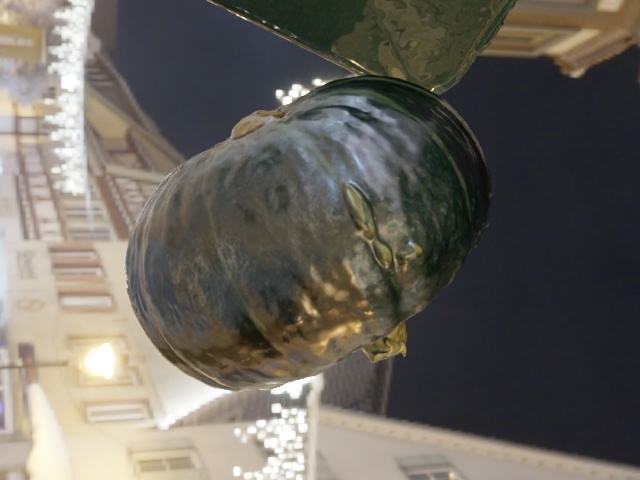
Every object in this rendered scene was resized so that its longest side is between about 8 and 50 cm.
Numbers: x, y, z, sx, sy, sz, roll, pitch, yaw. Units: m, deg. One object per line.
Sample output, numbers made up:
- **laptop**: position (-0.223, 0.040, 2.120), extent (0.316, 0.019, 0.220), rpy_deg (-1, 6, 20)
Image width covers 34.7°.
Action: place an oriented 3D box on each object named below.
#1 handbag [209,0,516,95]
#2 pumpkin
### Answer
- **handbag**: position (0.064, -0.272, 0.693), extent (0.326, 0.238, 0.089), rpy_deg (-54, -152, 27)
- **pumpkin**: position (-0.001, -0.001, 0.561), extent (0.152, 0.212, 0.211), rpy_deg (58, -12, -17)
